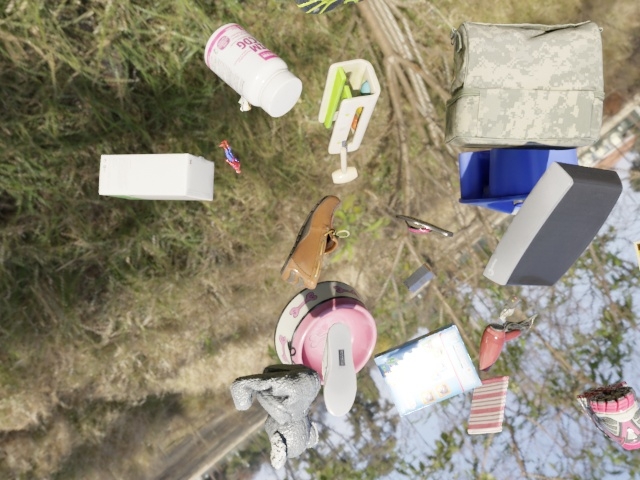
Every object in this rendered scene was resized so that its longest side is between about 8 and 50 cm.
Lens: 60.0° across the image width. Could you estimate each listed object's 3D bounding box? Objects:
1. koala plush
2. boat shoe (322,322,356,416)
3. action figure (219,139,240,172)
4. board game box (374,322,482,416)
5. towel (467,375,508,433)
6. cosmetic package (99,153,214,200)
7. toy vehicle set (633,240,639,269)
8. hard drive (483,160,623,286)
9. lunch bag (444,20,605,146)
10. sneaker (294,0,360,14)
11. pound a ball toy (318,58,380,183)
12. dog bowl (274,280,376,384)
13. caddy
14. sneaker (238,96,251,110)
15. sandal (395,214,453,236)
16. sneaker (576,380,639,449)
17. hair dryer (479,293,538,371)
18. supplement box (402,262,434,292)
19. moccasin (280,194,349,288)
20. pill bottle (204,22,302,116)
[{"bbox_3d":[-0.082,0.428,1.359,0.203,0.221,0.196,-10,177,32],"label":"koala plush"},{"bbox_3d":[0.051,0.367,1.580,0.095,0.258,0.084,9,160,-10],"label":"boat shoe"},{"bbox_3d":[-0.292,-0.268,1.804,0.030,0.115,0.038,-18,-150,23],"label":"action figure"},{"bbox_3d":[0.259,0.313,1.345,0.211,0.160,0.039,-24,-176,6],"label":"board game box"},{"bbox_3d":[0.571,0.558,1.879,0.144,0.029,0.197,-34,-149,54],"label":"towel"},{"bbox_3d":[-0.593,-0.230,2.021,0.365,0.155,0.197,3,179,20],"label":"cosmetic package"},{"bbox_3d":[1.080,0.055,1.617,0.266,0.166,0.035,-17,164,36],"label":"toy vehicle set"},{"bbox_3d":[0.422,-0.017,1.006,0.172,0.054,0.255,4,127,-25],"label":"hard drive"},{"bbox_3d":[0.417,-0.321,1.146,0.305,0.256,0.212,2,-173,3],"label":"lunch bag"},{"bbox_3d":[0.037,-0.806,1.705,0.384,0.147,0.145,-32,-175,-42],"label":"sneaker"},{"bbox_3d":[0.094,-0.326,1.571,0.135,0.208,0.319,-12,161,-12],"label":"pound a ball toy"},{"bbox_3d":[0.037,0.369,2.126,0.408,0.408,0.150,-37,-148,-11],"label":"dog bowl"},{"bbox_3d":[0.514,-0.157,1.434,0.341,0.179,0.241,-11,-172,-28],"label":"caddy"},{"bbox_3d":[-0.251,-0.458,1.800,0.037,0.083,0.032,-17,156,17],"label":"sneaker"},{"bbox_3d":[0.301,-0.035,1.633,0.067,0.179,0.040,-24,135,-71],"label":"sandal"},{"bbox_3d":[0.661,0.393,1.259,0.120,0.112,0.299,-24,164,19],"label":"sneaker"},{"bbox_3d":[0.667,0.351,1.986,0.293,0.223,0.080,-49,-144,2],"label":"hair dryer"},{"bbox_3d":[0.329,0.127,1.853,0.098,0.036,0.062,-42,150,5],"label":"supplement box"},{"bbox_3d":[0.001,-0.002,1.778,0.139,0.147,0.380,-60,-175,42],"label":"moccasin"},{"bbox_3d":[-0.199,-0.507,1.661,0.160,0.283,0.160,-43,163,-16],"label":"pill bottle"}]
